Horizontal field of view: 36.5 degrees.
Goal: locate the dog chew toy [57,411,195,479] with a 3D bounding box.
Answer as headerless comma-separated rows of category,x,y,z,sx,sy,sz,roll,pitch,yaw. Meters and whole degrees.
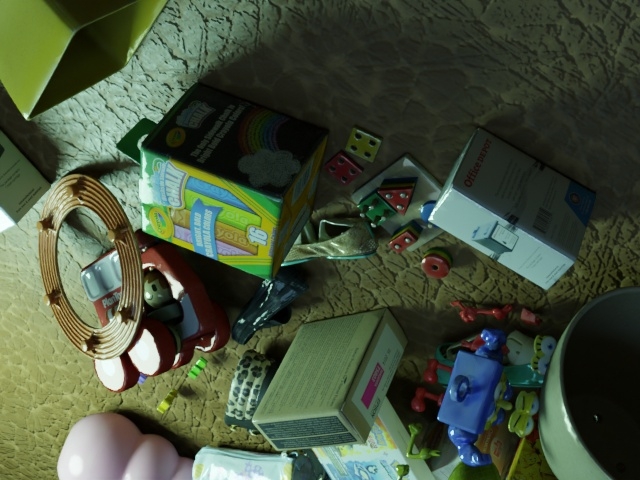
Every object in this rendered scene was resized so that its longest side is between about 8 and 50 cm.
dog chew toy,-0.409,0.515,2.161,0.331,0.207,0.207,21,137,-1

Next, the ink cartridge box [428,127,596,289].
ink cartridge box,0.261,-0.045,1.312,0.190,0.140,0.082,30,139,1

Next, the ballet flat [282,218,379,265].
ballet flat,0.000,0.000,1.562,0.206,0.073,0.067,-9,98,31

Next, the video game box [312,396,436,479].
video game box,0.081,0.371,1.681,0.187,0.048,0.205,-19,109,37

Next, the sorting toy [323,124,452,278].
sorting toy,0.121,-0.051,1.451,0.274,0.046,0.132,42,135,-13

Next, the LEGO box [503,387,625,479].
LEGO box,0.368,0.550,1.642,0.193,0.372,0.500,18,135,13

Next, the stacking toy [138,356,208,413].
stacking toy,-0.335,0.243,1.968,0.167,0.052,0.221,38,132,-4

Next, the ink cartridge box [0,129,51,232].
ink cartridge box,-0.663,-0.140,1.731,0.211,0.121,0.289,-21,117,39

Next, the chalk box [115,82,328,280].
chalk box,-0.162,-0.100,1.461,0.289,0.180,0.179,21,136,11

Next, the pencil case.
pencil case,-0.139,0.498,2.054,0.273,0.113,0.124,-4,129,32

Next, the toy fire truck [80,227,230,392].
toy fire truck,-0.316,0.117,1.756,0.302,0.169,0.254,-28,84,45

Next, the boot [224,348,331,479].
boot,-0.036,0.376,1.868,0.284,0.138,0.377,20,137,12

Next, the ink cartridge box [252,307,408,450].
ink cartridge box,0.019,0.235,1.635,0.193,0.235,0.088,-13,123,37

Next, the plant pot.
plant pot,-0.364,-0.331,1.346,0.187,0.212,0.212,47,136,0

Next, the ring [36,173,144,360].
ring,-0.418,0.050,1.710,0.336,0.032,0.337,11,105,43

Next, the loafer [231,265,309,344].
loafer,-0.091,0.124,1.705,0.078,0.076,0.223,39,133,2

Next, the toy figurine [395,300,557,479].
toy figurine,0.199,0.246,1.424,0.191,0.363,0.217,18,173,26

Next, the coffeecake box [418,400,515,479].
coffeecake box,0.249,0.363,1.698,0.068,0.142,0.185,40,136,-10

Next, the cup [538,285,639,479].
cup,0.445,0.263,1.392,0.331,0.331,0.237,29,148,1

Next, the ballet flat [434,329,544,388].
ballet flat,0.292,0.190,1.563,0.247,0.083,0.087,-8,112,31
